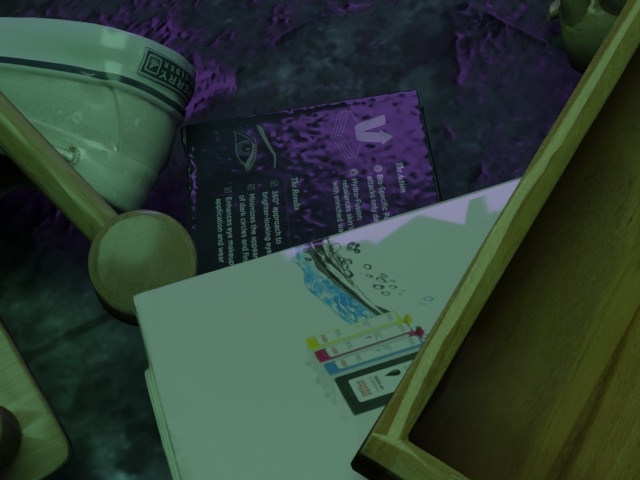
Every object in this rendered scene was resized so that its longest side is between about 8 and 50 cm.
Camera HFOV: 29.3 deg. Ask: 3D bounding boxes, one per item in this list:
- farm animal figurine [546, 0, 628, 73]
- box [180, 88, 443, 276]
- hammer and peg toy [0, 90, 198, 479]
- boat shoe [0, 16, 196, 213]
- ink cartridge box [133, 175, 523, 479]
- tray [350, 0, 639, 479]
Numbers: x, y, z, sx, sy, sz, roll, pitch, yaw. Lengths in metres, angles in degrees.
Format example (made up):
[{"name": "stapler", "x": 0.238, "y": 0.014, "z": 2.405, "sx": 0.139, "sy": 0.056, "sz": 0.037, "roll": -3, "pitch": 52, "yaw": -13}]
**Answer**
[{"name": "farm animal figurine", "x": 0.250, "y": -0.258, "z": 0.905, "sx": 0.330, "sy": 0.172, "sz": 0.327, "roll": -36, "pitch": 43, "yaw": -10}, {"name": "box", "x": 0.000, "y": 0.000, "z": 0.768, "sx": 0.158, "sy": 0.093, "sz": 0.156, "roll": -9, "pitch": 51, "yaw": 3}, {"name": "hammer and peg toy", "x": -0.261, "y": 0.046, "z": 0.683, "sx": 0.361, "sy": 0.127, "sz": 0.266, "roll": -31, "pitch": 80, "yaw": -10}, {"name": "boat shoe", "x": -0.253, "y": -0.061, "z": 0.833, "sx": 0.367, "sy": 0.136, "sz": 0.157, "roll": 8, "pitch": 78, "yaw": 29}, {"name": "ink cartridge box", "x": 0.045, "y": 0.105, "z": 0.628, "sx": 0.232, "sy": 0.171, "sz": 0.168, "roll": -17, "pitch": 52, "yaw": -6}, {"name": "tray", "x": 0.205, "y": -0.029, "z": 0.521, "sx": 0.202, "sy": 0.076, "sz": 0.411, "roll": 31, "pitch": 77, "yaw": 6}]
